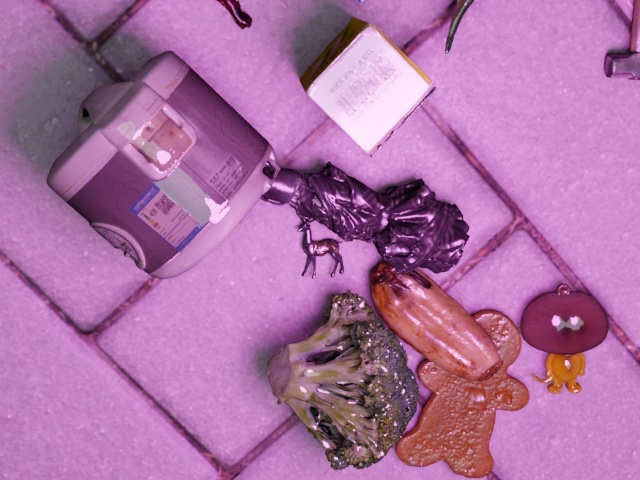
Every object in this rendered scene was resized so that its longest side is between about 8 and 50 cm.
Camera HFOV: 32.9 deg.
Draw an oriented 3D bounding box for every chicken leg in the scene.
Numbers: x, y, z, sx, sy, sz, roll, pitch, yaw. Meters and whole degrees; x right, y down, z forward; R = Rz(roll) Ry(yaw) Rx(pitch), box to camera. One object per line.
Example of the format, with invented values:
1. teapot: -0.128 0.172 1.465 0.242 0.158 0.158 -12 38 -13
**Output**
1. chicken leg: -0.189 -0.393 1.638 0.205 0.053 0.093 24 123 -4

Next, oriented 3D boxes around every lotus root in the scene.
1. lotus root: 0.180 0.135 1.756 0.258 0.097 0.110 43 70 10

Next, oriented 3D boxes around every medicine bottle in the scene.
1. medicine bottle: 0.063 -0.233 1.598 0.137 0.250 0.141 -44 101 7

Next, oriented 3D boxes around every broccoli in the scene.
1. broccoli: 0.042 0.228 1.711 0.241 0.261 0.269 11 137 -28

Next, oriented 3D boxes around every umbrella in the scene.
1. umbrella: 0.077 -0.060 1.701 0.336 0.128 0.154 29 62 -7

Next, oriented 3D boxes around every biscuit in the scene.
1. biscuit: 0.252 0.258 1.839 0.196 0.049 0.302 16 102 -8

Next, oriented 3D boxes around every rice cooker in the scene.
1. rice cooker: -0.236 -0.113 1.582 0.288 0.288 0.277 -45 105 6

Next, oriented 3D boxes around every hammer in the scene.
1. hammer: 0.515 -0.436 1.700 0.111 0.043 0.366 0 102 -5

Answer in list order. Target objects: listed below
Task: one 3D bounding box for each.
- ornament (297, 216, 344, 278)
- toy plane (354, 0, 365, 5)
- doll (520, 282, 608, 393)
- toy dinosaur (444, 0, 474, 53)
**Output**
1. ornament: 0.000 0.000 1.763 0.073 0.028 0.125 -6 106 -3
2. toy plane: 0.100 -0.468 1.595 0.266 0.122 0.267 1 93 24
3. doll: 0.398 0.164 1.812 0.145 0.096 0.188 19 111 -4
4. toy dinosaur: 0.345 -0.485 1.657 0.300 0.087 0.447 10 104 -14
